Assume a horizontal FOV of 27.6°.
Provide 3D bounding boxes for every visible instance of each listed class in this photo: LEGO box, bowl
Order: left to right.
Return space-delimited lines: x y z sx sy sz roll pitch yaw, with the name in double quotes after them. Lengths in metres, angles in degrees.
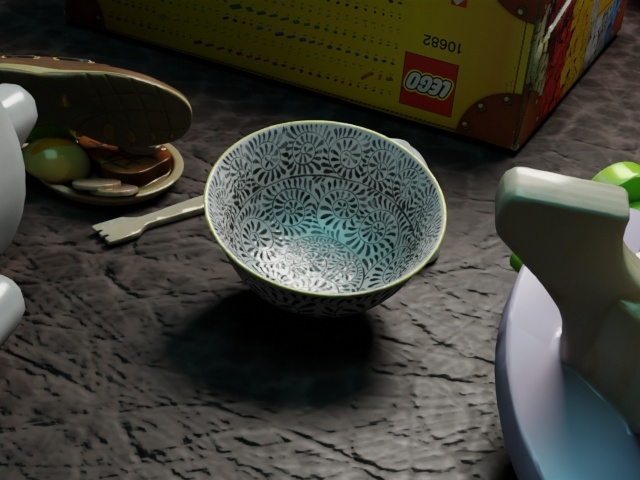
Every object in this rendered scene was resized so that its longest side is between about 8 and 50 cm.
0.000 0.000 0.930 0.170 0.080 0.170 4 46 -4 "bowl"
0.027 -0.040 1.042 0.142 0.053 0.142 4 33 -3 "bowl"
0.043 -0.310 1.350 0.500 0.193 0.372 19 34 20 "LEGO box"

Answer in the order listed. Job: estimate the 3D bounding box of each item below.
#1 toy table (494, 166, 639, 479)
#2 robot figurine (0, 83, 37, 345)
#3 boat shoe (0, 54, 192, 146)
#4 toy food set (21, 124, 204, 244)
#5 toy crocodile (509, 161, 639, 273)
0.210 0.046 0.762 0.252 0.161 0.274 2 49 -11 "toy table"
-0.320 -0.015 0.796 0.300 0.200 0.353 37 35 2 "robot figurine"
-0.191 -0.121 1.050 0.178 0.064 0.060 7 33 -11 "boat shoe"
-0.176 -0.069 1.064 0.132 0.038 0.192 -21 40 -37 "toy food set"
0.301 -0.005 1.005 0.341 0.105 0.115 -16 38 -25 "toy crocodile"
